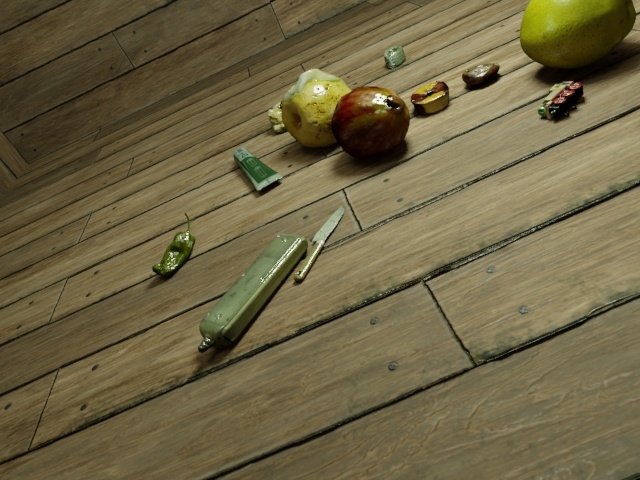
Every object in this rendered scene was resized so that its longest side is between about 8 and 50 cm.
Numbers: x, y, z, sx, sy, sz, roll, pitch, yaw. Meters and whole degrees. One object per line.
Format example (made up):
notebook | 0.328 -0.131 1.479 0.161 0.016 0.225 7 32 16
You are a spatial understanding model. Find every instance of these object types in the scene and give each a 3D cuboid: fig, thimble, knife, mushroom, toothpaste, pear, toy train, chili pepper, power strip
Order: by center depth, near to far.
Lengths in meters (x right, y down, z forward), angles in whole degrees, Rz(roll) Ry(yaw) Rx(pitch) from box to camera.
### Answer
power strip | -0.160 0.119 1.191 0.092 0.066 0.387 6 42 38
knife | -0.001 -0.002 1.286 0.047 0.017 0.298 -6 38 39
toy train | 0.637 -0.373 1.331 0.138 0.050 0.087 -41 31 -20
pear | 0.719 -0.627 1.426 0.294 0.294 0.294 -18 33 13
chili pepper | -0.420 0.024 1.497 0.072 0.073 0.204 16 61 24
fig | 0.153 -0.359 1.510 0.224 0.224 0.263 -38 38 -17
mushroom | 0.530 -0.548 1.648 0.123 0.052 0.123 -14 29 8
pear | 0.003 -0.450 1.731 0.271 0.271 0.271 -18 33 13
toothpaste | -0.242 -0.265 1.791 0.099 0.061 0.392 -32 36 -9
thimble | 0.311 -0.775 2.111 0.084 0.062 0.110 0 40 36

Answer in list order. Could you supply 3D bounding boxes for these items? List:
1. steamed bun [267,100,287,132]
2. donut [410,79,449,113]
steamed bun | -0.121 -0.535 2.037 0.178 0.106 0.192 -14 33 17
donut | 0.365 -0.467 1.644 0.141 0.059 0.140 -18 34 13
